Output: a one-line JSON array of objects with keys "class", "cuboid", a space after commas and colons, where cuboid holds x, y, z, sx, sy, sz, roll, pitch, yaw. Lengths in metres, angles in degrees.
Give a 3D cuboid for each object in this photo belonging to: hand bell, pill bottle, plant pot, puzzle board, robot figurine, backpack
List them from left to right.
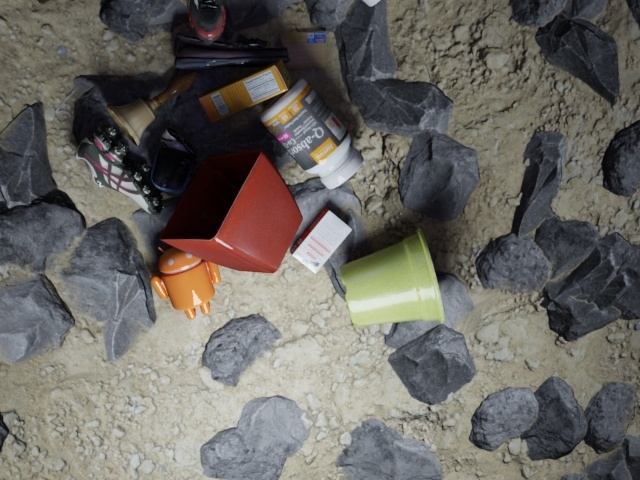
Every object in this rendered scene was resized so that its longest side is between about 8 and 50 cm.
[{"class": "hand bell", "cuboid": [-0.420, -0.367, 1.759, 0.242, 0.126, 0.126, -39, 107, -13]}, {"class": "backpack", "cuboid": [-0.392, -0.180, 1.790, 0.104, 0.084, 0.114, 16, 75, -3]}, {"class": "robot figurine", "cuboid": [-0.369, 0.105, 1.848, 0.158, 0.128, 0.220, -7, 107, 30]}, {"class": "plant pot", "cuboid": [-0.209, -0.051, 1.759, 0.235, 0.267, 0.267, 41, 64, -35]}, {"class": "puzzle board", "cuboid": [-0.045, -0.517, 1.834, 0.128, 0.011, 0.097, -6, 102, -10]}, {"class": "pill bottle", "cuboid": [-0.019, -0.282, 1.813, 0.162, 0.162, 0.278, -43, 106, 0]}, {"class": "plant pot", "cuboid": [0.194, 0.129, 1.915, 0.253, 0.276, 0.276, -14, 105, 5]}]

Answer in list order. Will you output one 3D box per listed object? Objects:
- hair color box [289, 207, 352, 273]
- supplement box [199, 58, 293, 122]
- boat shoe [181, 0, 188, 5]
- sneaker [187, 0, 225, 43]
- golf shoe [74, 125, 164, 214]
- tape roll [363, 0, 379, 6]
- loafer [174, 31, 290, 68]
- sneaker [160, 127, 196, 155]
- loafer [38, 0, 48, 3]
[{"class": "hair color box", "cuboid": [0.000, 0.000, 1.936, 0.093, 0.053, 0.167, 39, 91, -17]}, {"class": "supplement box", "cuboid": [-0.193, -0.389, 1.751, 0.233, 0.078, 0.080, -17, 113, 18]}, {"class": "boat shoe", "cuboid": [-0.390, -0.646, 1.722, 0.135, 0.050, 0.045, 41, 103, -14]}, {"class": "sneaker", "cuboid": [-0.279, -0.637, 1.671, 0.097, 0.135, 0.276, 2, 88, -12]}, {"class": "golf shoe", "cuboid": [-0.525, -0.170, 1.786, 0.120, 0.105, 0.273, -31, 107, 19]}, {"class": "tape roll", "cuboid": [0.180, -0.734, 1.690, 0.100, 0.286, 0.286, 36, 94, -16]}, {"class": "loafer", "cuboid": [-0.231, -0.500, 1.756, 0.302, 0.109, 0.095, -5, 99, -7]}, {"class": "sneaker", "cuboid": [-0.383, -0.256, 1.817, 0.043, 0.040, 0.109, -35, 115, 28]}, {"class": "loafer", "cuboid": [-0.613, -0.641, 1.671, 0.219, 0.080, 0.078, -14, 138, -9]}]
